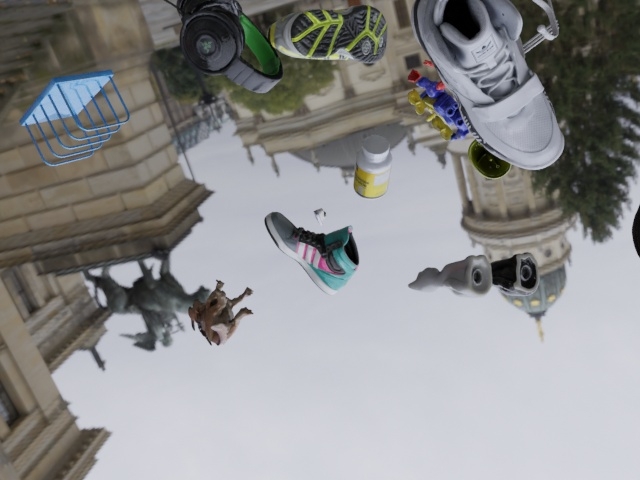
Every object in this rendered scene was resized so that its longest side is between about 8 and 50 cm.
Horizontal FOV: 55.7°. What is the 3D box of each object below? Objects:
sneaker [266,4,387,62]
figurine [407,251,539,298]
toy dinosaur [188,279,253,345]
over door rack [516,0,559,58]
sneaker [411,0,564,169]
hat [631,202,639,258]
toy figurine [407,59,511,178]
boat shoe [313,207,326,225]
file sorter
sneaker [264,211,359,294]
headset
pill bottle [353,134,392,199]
[{"bbox_3d":[0.029,-0.533,1.549,0.147,0.145,0.385,19,-160,39],"label":"sneaker"},{"bbox_3d":[0.326,0.085,1.334,0.215,0.092,0.209,-1,173,-27],"label":"figurine"},{"bbox_3d":[-0.285,0.226,1.678,0.200,0.127,0.295,-57,-162,12],"label":"toy dinosaur"},{"bbox_3d":[0.472,-0.596,1.543,0.108,0.324,0.239,11,159,-25],"label":"over door rack"},{"bbox_3d":[0.270,-0.259,0.962,0.137,0.365,0.210,-35,-175,14],"label":"sneaker"},{"bbox_3d":[1.031,-0.043,1.647,0.332,0.331,0.134,-20,166,-8],"label":"hat"},{"bbox_3d":[0.363,-0.346,1.567,0.191,0.363,0.217,-46,-160,11],"label":"toy figurine"},{"bbox_3d":[0.003,-0.076,1.892,0.035,0.035,0.100,-29,160,-3],"label":"boat shoe"},{"bbox_3d":[-0.452,-0.225,1.127,0.170,0.104,0.118,-25,-176,42],"label":"file sorter"},{"bbox_3d":[0.000,0.000,1.656,0.178,0.295,0.123,-38,-165,26],"label":"sneaker"},{"bbox_3d":[-0.218,-0.479,1.282,0.185,0.394,0.243,-38,-134,27],"label":"headset"},{"bbox_3d":[0.148,-0.207,1.712,0.103,0.184,0.103,0,-125,-1],"label":"pill bottle"}]
